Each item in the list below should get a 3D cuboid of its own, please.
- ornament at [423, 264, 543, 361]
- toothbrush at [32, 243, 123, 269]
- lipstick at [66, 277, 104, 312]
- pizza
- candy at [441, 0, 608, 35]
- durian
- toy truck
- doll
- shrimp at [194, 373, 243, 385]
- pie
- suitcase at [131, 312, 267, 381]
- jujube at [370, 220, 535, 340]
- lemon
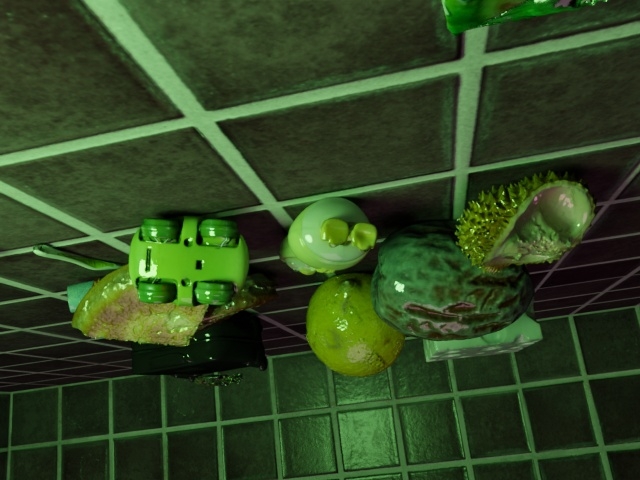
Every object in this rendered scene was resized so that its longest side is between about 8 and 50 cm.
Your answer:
[{"bbox_3d":[0.362,0.151,1.404,0.239,0.240,0.240,-8,163,4],"label":"ornament"},{"bbox_3d":[-0.436,0.041,1.109,0.026,0.022,0.263,-24,159,15],"label":"toothbrush"},{"bbox_3d":[-0.395,0.103,1.253,0.274,0.068,0.061,-8,166,-19],"label":"lipstick"},{"bbox_3d":[-0.334,0.130,1.186,0.335,0.086,0.226,-24,127,5],"label":"pizza"},{"bbox_3d":[0.116,-0.222,0.382,0.141,0.078,0.203,-26,145,20],"label":"candy"},{"bbox_3d":[0.342,-0.038,0.983,0.249,0.183,0.138,-4,-161,-20],"label":"durian"},{"bbox_3d":[-0.228,0.032,0.983,0.187,0.148,0.210,3,-178,-22],"label":"toy truck"},{"bbox_3d":[0.000,0.012,1.019,0.141,0.117,0.296,2,161,-18],"label":"doll"},{"bbox_3d":[-0.322,0.440,1.824,0.161,0.034,0.091,-10,158,16],"label":"shrimp"},{"bbox_3d":[-0.236,0.148,1.366,0.308,0.085,0.308,-22,173,-3],"label":"pie"},{"bbox_3d":[-0.376,0.330,1.793,0.345,0.188,0.339,-13,164,24],"label":"suitcase"},{"bbox_3d":[0.256,0.080,1.131,0.308,0.246,0.215,5,120,-1],"label":"jujube"},{"bbox_3d":[0.087,0.208,1.476,0.258,0.258,0.310,-9,140,7],"label":"lemon"}]
